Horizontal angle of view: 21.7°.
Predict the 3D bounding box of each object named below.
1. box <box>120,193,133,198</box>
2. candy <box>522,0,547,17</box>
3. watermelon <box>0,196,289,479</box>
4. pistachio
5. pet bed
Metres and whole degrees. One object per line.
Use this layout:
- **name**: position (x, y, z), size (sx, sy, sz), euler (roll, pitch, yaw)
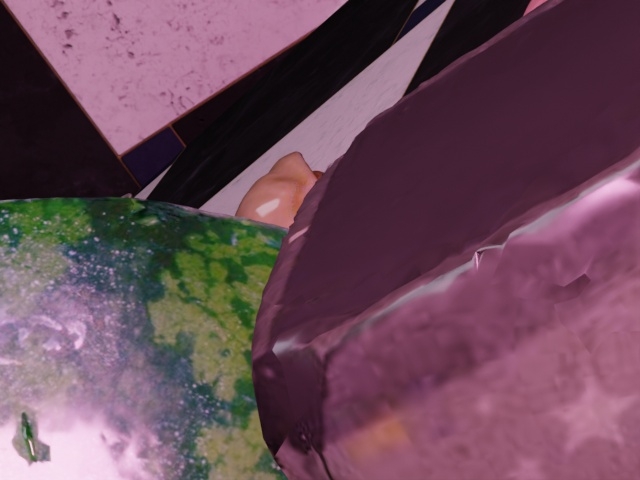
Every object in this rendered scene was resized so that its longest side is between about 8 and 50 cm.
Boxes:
- **box**: position (-0.146, 0.101, 1.025), size (0.226, 0.149, 0.226), euler (-43, 11, 10)
- **candy**: position (0.205, -0.138, 0.781), size (0.255, 0.094, 0.255), euler (-42, 10, 9)
- **watermelon**: position (-0.138, 0.148, 0.622), size (0.222, 0.319, 0.292), euler (-95, 25, -45)
- **pistachio**: position (0.000, 0.000, 1.028), size (0.113, 0.113, 0.149), euler (-45, -5, -4)
- **pet bed**: position (0.111, 0.017, 0.386), size (0.211, 0.159, 0.183), euler (-32, 14, 18)
